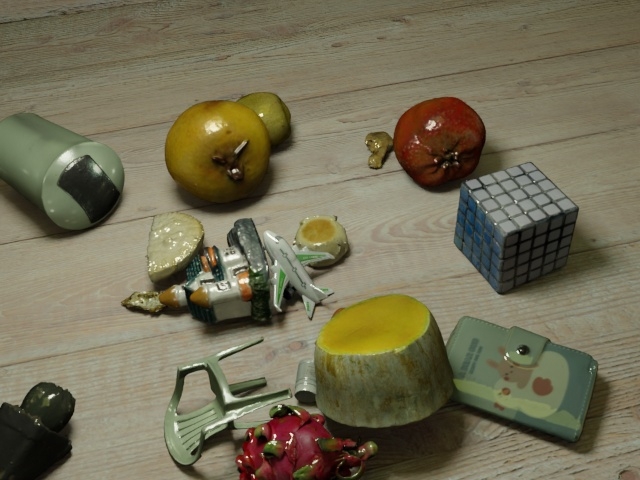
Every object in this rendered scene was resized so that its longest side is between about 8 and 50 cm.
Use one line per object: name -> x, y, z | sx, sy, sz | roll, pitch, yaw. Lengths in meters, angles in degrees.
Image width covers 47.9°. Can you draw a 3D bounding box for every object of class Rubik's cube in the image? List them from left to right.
Rubik's cube -> 0.528, -0.037, 1.971 | 0.238, 0.237, 0.237 | -19, 47, -14

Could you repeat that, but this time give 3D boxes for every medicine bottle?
medicine bottle -> -0.031, 0.342, 1.753 | 0.058, 0.058, 0.091 | 2, 45, 7

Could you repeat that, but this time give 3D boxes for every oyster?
oyster -> -0.481, 0.168, 1.989 | 0.132, 0.029, 0.086 | 18, 42, 25

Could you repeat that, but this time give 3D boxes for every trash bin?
trash bin -> -0.818, -0.220, 2.242 | 0.432, 0.280, 0.280 | 28, 53, 32

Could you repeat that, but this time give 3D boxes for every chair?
chair -> -0.227, 0.380, 1.663 | 0.274, 0.191, 0.203 | -13, 43, -19

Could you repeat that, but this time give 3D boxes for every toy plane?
toy plane -> -0.079, 0.081, 1.944 | 0.255, 0.101, 0.251 | 51, 51, -6

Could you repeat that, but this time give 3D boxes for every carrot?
carrot -> 0.032, 0.224, 1.889 | 0.035, 0.035, 0.142 | 23, 55, 25

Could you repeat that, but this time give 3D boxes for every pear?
pear -> -0.209, -0.397, 2.416 | 0.211, 0.228, 0.188 | -17, 88, 9

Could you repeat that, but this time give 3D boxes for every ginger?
ginger -> 0.185, -0.311, 2.395 | 0.096, 0.067, 0.165 | 29, 50, 2

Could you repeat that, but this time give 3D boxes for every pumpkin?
pumpkin -> 0.137, 0.257, 1.653 | 0.332, 0.199, 0.332 | -9, 16, 3

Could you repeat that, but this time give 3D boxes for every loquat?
loquat -> -0.325, -0.283, 2.236 | 0.328, 0.328, 0.359 | -20, 33, -16

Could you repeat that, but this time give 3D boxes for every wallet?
wallet -> 0.464, 0.319, 1.725 | 0.360, 0.083, 0.252 | 17, 53, 21

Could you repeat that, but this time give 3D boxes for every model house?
model house -> -0.292, 0.102, 1.928 | 0.300, 0.190, 0.271 | -14, 46, -8

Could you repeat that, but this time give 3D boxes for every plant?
plant -> -0.657, 0.445, 1.634 | 0.141, 0.164, 0.256 | 16, 63, 24

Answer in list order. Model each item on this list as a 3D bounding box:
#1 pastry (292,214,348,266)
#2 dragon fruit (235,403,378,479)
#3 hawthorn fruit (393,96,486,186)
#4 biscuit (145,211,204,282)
pastry -> 0.000, 0.000, 2.079 | 0.165, 0.088, 0.166 | -2, 44, 1
dragon fruit -> -0.038, 0.471, 1.547 | 0.272, 0.198, 0.218 | 27, 19, 1
hawthorn fruit -> 0.364, -0.335, 2.276 | 0.287, 0.287, 0.330 | -9, 38, -4
biscuit -> -0.422, -0.004, 2.086 | 0.179, 0.084, 0.281 | -19, 37, 0
